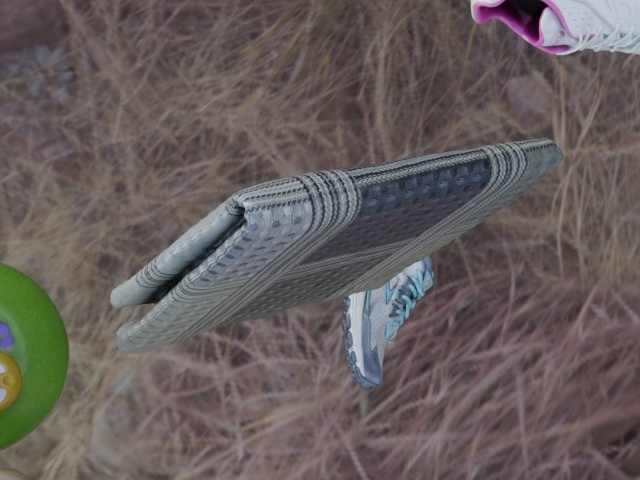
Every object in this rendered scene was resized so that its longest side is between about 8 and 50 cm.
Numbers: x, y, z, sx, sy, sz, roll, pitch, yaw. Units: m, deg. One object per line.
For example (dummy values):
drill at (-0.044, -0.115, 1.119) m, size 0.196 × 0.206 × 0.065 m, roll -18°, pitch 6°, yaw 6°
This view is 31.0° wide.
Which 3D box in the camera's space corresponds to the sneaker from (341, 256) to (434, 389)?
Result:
sneaker at (0.092, 0.061, 1.535) m, size 0.122 × 0.283 × 0.110 m, roll 4°, pitch 156°, yaw 1°

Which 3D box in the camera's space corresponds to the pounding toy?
pounding toy at (-0.321, 0.127, 1.015) m, size 0.182 × 0.110 × 0.237 m, roll 10°, pitch 81°, yaw -8°

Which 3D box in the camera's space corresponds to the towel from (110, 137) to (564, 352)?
towel at (0.000, 0.000, 0.983) m, size 0.324 × 0.312 × 0.056 m, roll -39°, pitch 68°, yaw 55°

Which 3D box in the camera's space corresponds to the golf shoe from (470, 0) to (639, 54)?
golf shoe at (0.306, -0.257, 1.338) m, size 0.306 × 0.140 × 0.115 m, roll 22°, pitch 153°, yaw -4°
